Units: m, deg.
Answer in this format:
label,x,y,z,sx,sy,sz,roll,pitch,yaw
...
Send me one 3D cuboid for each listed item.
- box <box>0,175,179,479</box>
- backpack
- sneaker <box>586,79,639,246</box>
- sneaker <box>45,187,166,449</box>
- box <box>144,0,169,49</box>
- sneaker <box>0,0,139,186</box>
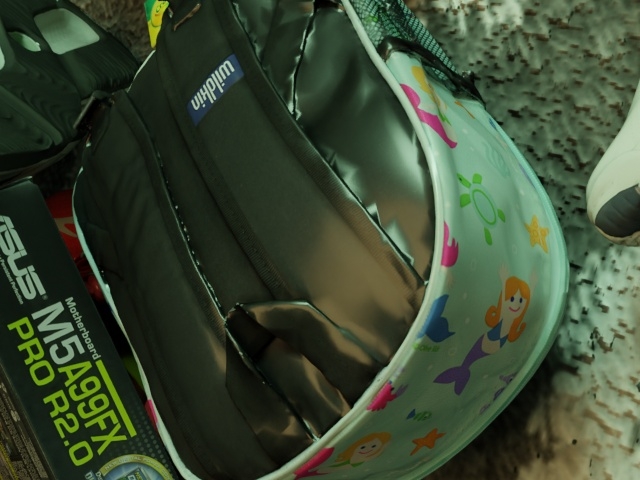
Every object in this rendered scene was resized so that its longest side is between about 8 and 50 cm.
label,x,y,z,sx,sy,sz,roll,pitch,yaw
box,-0.165,0.118,0.543,0.216,0.060,0.270,-26,90,58
backpack,0.000,0.000,0.456,0.225,0.191,0.253,-49,44,23
sneaker,0.168,-0.122,0.407,0.153,0.094,0.235,46,110,38
sneaker,-0.141,0.038,0.618,0.279,0.118,0.107,41,106,38
box,-0.014,-0.166,0.563,0.179,0.105,0.043,-27,65,33
sneaker,-0.281,-0.031,0.583,0.169,0.447,0.257,40,106,-4
